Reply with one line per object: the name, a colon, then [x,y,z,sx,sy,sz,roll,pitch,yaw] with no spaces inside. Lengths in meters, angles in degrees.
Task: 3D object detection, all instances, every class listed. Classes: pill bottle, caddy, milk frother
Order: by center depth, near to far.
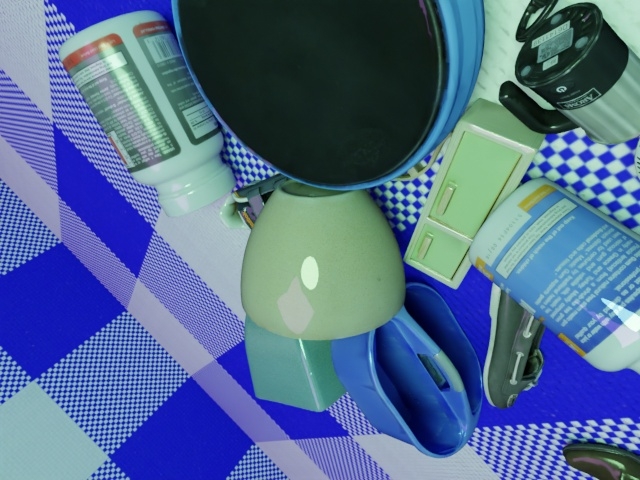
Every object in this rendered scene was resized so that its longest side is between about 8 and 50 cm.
milk frother: [0.278,-0.195,0.432,0.135,0.143,0.129,22,180,-27]
pill bottle: [0.333,0.056,0.488,0.272,0.152,0.152,48,146,31]
caddy: [0.184,0.243,0.778,0.179,0.241,0.341,-16,112,53]
pill bottle: [-0.331,-0.244,0.833,0.210,0.210,0.363,0,123,42]

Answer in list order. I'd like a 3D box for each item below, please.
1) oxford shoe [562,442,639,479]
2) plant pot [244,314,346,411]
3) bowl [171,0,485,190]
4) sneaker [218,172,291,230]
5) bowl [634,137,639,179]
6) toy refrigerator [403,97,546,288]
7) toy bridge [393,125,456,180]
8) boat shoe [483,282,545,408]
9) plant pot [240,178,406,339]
oxford shoe: [0.562,0.443,0.728,0.227,0.096,0.082,10,131,39]
plant pot: [-0.034,0.203,0.945,0.248,0.247,0.252,-14,97,47]
bowl: [-0.013,-0.226,0.496,0.391,0.077,0.391,22,143,17]
sneaker: [-0.084,-0.075,0.831,0.321,0.127,0.126,-10,115,44]
bowl: [0.405,-0.079,0.372,0.170,0.080,0.170,6,135,6]
toy refrigerator: [0.216,-0.055,0.602,0.102,0.094,0.269,30,139,18]
toy bridge: [0.142,-0.131,0.656,0.063,0.026,0.188,51,141,-9]
boat shoe: [0.342,0.181,0.683,0.095,0.112,0.335,15,129,39]
plant pot: [0.000,0.000,0.668,0.284,0.284,0.191,14,119,33]
